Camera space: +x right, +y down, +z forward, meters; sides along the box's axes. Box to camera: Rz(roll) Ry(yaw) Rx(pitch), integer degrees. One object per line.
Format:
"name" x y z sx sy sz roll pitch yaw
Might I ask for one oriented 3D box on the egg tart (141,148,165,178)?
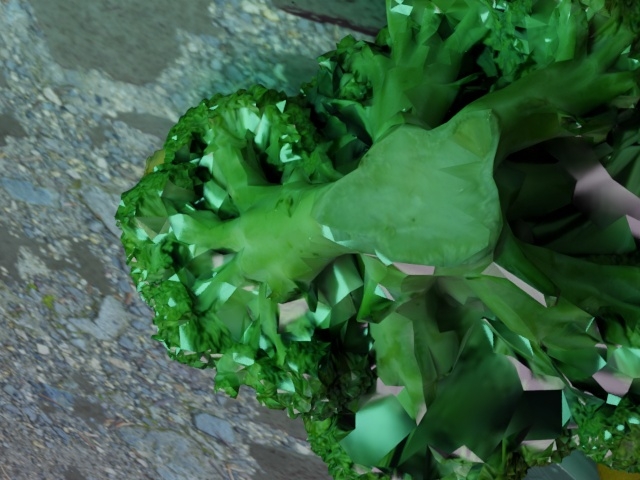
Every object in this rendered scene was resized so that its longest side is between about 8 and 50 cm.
"egg tart" 0.000 0.000 1.560 0.315 0.120 0.315 23 147 16

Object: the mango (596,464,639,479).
"mango" 0.294 0.148 1.543 0.137 0.091 0.237 9 144 -5

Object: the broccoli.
"broccoli" 0.095 -0.008 1.266 0.413 0.321 0.310 20 142 13

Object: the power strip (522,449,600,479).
"power strip" 0.184 0.192 1.745 0.137 0.044 0.216 -4 134 48
